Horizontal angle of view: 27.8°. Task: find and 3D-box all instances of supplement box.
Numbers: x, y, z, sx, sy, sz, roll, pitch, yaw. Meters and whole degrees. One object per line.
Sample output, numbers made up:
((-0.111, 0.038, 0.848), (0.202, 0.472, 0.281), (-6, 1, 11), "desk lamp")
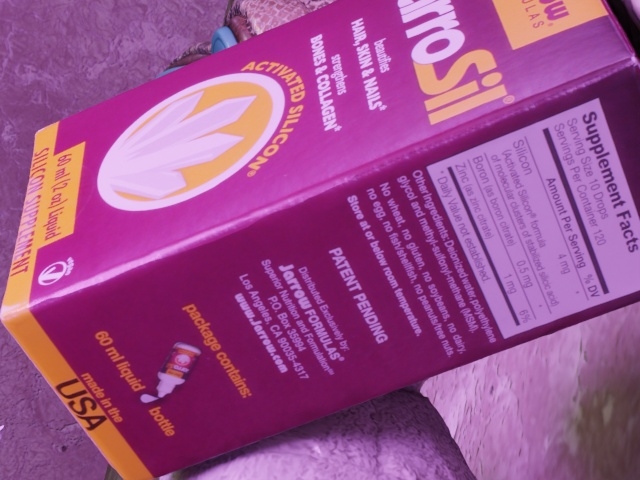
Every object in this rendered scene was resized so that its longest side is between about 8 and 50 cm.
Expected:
((0.007, -0.014, 0.400), (0.104, 0.188, 0.081), (-98, -17, -53), "supplement box")

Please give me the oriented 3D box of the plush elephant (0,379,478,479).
((-0.003, 0.143, 0.480), (0.255, 0.330, 0.272), (-28, 32, 45), "plush elephant")

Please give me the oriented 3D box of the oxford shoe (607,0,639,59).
((0.153, -0.053, 0.294), (0.130, 0.169, 0.449), (-30, 11, 5), "oxford shoe")

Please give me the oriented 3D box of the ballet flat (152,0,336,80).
((-0.030, -0.115, 1.090), (0.164, 0.182, 0.483), (70, 163, -1), "ballet flat")
